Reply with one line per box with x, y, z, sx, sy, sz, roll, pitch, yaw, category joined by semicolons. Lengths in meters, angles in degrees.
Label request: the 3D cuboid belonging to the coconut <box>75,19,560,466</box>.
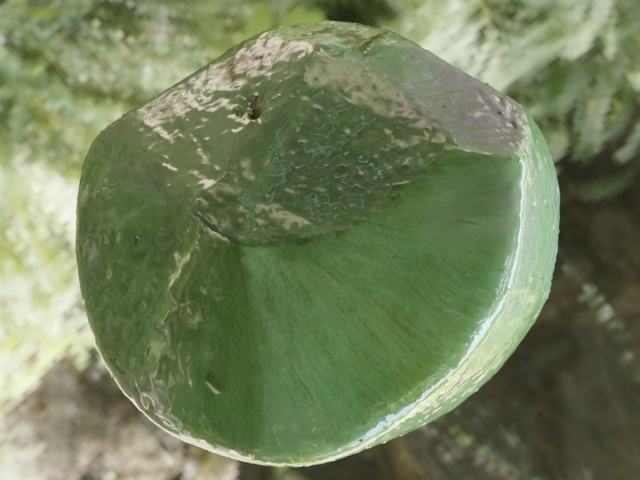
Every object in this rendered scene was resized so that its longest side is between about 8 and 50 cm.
0.000;0.000;1.168;0.328;0.281;0.328;2;179;0;coconut
